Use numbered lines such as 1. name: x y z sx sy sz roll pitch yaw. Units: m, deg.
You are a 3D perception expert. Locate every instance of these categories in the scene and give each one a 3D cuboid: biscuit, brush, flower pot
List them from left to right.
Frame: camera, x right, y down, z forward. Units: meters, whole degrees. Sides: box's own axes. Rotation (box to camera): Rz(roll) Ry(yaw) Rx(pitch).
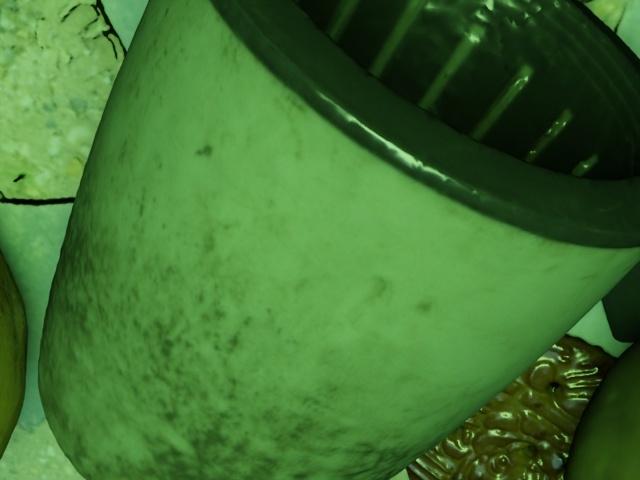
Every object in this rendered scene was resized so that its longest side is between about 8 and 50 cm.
1. flower pot: 0.000 0.000 0.679 0.294 0.293 0.330 30 125 -3
2. biscuit: 0.149 0.148 0.850 0.188 0.027 0.187 5 117 10
3. brush: 0.196 -0.020 0.766 0.063 0.016 0.193 -14 112 17

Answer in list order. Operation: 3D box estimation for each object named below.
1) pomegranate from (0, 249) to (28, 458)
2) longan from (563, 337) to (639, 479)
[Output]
1. pomegranate: -0.345 0.070 0.789 0.307 0.307 0.307 5 116 10
2. longan: 0.291 0.170 0.696 0.300 0.300 0.243 0 141 12
